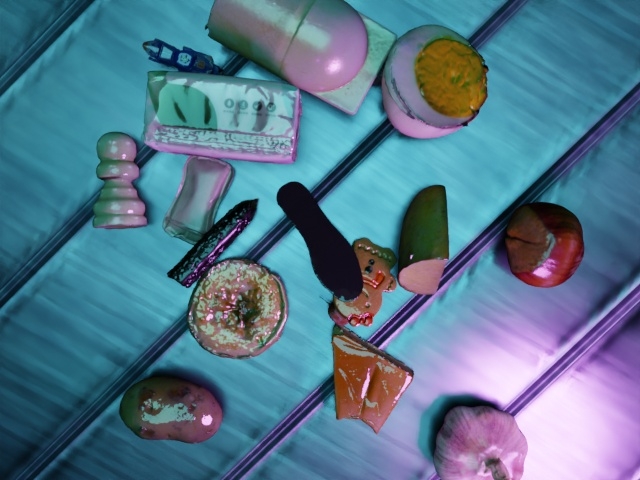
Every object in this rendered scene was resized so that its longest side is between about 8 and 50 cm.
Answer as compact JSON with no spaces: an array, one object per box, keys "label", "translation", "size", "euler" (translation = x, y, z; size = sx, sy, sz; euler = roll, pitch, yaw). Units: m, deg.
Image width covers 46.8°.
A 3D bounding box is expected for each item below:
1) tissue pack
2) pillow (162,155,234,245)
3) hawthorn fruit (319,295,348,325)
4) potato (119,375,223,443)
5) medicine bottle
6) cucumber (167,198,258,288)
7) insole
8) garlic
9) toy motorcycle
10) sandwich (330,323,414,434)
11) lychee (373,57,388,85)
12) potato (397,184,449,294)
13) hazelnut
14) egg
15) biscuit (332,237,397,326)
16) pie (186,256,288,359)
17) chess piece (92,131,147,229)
[{"label":"tissue pack","translation":[-0.227,-0.292,1.772],"size":[0.356,0.266,0.194],"euler":[6,94,-1]},{"label":"pillow","translation":[-0.315,-0.104,1.899],"size":[0.130,0.038,0.233],"euler":[21,95,-3]},{"label":"hawthorn fruit","translation":[0.040,0.173,1.904],"size":[0.103,0.067,0.067],"euler":[33,94,-1]},{"label":"potato","translation":[-0.379,0.430,1.887],"size":[0.262,0.165,0.165],"euler":[6,94,-6]},{"label":"medicine bottle","translation":[-0.041,-0.493,1.770],"size":[0.406,0.236,0.236],"euler":[29,94,-1]},{"label":"cucumber","translation":[-0.265,-0.001,1.881],"size":[0.072,0.072,0.300],"euler":[43,87,-2]},{"label":"insole","translation":[0.000,0.000,1.878],"size":[0.119,0.009,0.348],"euler":[-31,80,-10]},{"label":"garlic","translation":[0.413,0.551,1.839],"size":[0.245,0.253,0.245],"euler":[-1,101,-6]},{"label":"toy motorcycle","translation":[-0.334,-0.446,1.838],"size":[0.205,0.114,0.076],"euler":[19,95,-1]},{"label":"sandwich","translation":[0.089,0.368,1.918],"size":[0.245,0.063,0.212],"euler":[32,95,0]},{"label":"lychee","translation":[0.151,-0.429,1.861],"size":[0.083,0.068,0.067],"euler":[-32,52,5]},{"label":"potato","translation":[0.254,-0.022,1.853],"size":[0.112,0.269,0.255],"euler":[6,67,1]},{"label":"hazelnut","translation":[0.558,0.012,1.845],"size":[0.181,0.181,0.212],"euler":[13,93,28]},{"label":"egg","translation":[0.262,-0.378,1.817],"size":[0.264,0.174,0.286],"euler":[37,71,-8]},{"label":"biscuit","translation":[0.108,0.108,1.879],"size":[0.166,0.036,0.226],"euler":[26,75,-2]},{"label":"pie","translation":[-0.216,0.177,1.911],"size":[0.274,0.055,0.274],"euler":[0,95,0]},{"label":"chess piece","translation":[-0.511,-0.152,1.866],"size":[0.133,0.133,0.243],"euler":[-3,87,1]}]
